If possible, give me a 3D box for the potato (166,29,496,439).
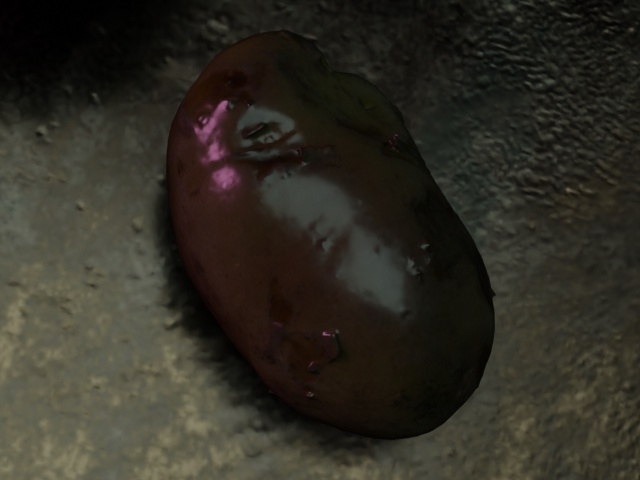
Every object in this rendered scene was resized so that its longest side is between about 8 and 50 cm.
[{"bbox_3d":[0.000,0.000,0.911,0.165,0.165,0.262,-21,77,-14],"label":"potato"}]
